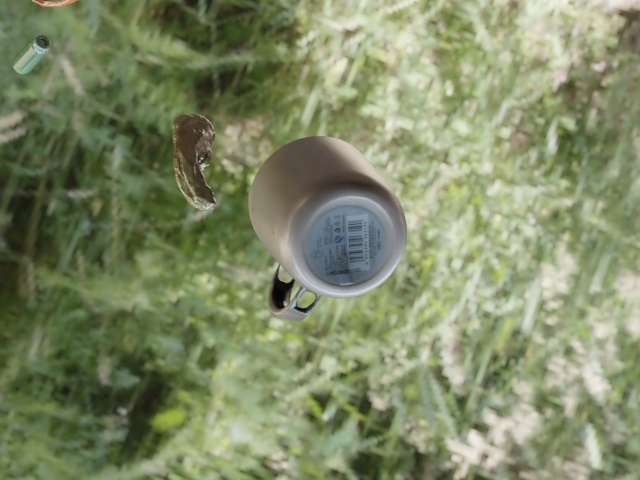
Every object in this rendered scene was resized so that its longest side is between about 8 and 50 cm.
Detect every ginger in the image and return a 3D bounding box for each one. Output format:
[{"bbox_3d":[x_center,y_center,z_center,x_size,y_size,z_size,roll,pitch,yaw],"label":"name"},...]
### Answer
[{"bbox_3d":[-0.175,-0.114,1.864,0.051,0.173,0.069,-25,134,25],"label":"ginger"}]

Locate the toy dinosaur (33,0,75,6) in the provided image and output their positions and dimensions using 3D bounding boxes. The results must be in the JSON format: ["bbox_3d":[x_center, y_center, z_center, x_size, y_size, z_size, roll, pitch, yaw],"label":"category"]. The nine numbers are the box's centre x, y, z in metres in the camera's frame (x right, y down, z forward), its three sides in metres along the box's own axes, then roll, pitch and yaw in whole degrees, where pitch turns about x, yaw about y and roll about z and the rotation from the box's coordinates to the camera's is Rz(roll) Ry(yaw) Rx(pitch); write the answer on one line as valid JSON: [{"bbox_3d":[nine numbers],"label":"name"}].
[{"bbox_3d":[-0.292,-0.301,1.554,0.101,0.055,0.279,25,173,-33],"label":"toy dinosaur"}]

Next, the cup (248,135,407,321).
[{"bbox_3d":[0.000,0.000,1.862,0.191,0.253,0.200,23,-169,-20],"label":"cup"}]

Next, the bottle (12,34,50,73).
[{"bbox_3d":[-0.444,-0.287,2.089,0.030,0.030,0.083,26,145,-26],"label":"bottle"}]
